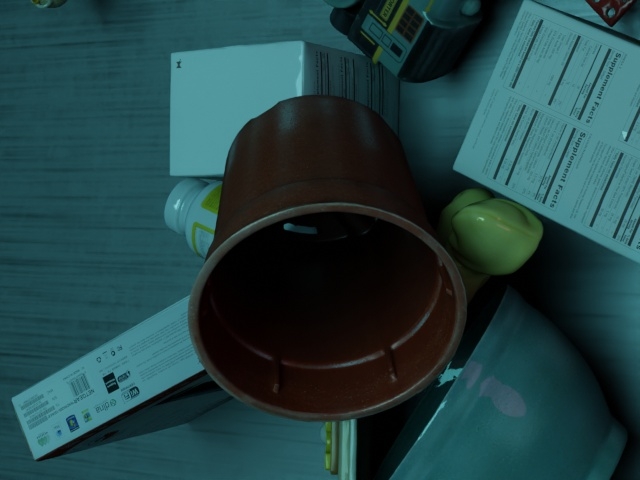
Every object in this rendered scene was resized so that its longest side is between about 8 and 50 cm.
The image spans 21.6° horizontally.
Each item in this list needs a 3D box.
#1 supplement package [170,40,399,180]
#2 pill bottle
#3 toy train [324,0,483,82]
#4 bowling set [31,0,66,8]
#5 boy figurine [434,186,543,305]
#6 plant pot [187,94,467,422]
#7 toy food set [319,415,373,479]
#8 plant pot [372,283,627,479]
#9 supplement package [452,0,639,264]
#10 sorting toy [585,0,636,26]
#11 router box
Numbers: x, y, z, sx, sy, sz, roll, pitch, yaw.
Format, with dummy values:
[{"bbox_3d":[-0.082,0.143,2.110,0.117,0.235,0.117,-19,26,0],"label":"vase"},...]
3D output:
[{"bbox_3d":[-0.041,-0.144,1.978,0.194,0.203,0.149,-1,87,34],"label":"supplement package"},{"bbox_3d":[-0.101,-0.014,2.073,0.184,0.103,0.103,25,102,32],"label":"pill bottle"},{"bbox_3d":[0.125,-0.338,1.884,0.190,0.142,0.334,45,128,19],"label":"toy train"},{"bbox_3d":[-0.329,-0.382,2.227,0.287,0.200,0.154,-39,66,-20],"label":"bowling set"},{"bbox_3d":[0.158,0.016,1.807,0.092,0.285,0.177,23,65,-5],"label":"boy figurine"},{"bbox_3d":[0.000,0.000,1.735,0.272,0.272,0.265,-44,27,24],"label":"plant pot"},{"bbox_3d":[0.005,0.278,1.911,0.092,0.220,0.306,1,89,7],"label":"toy food set"},{"bbox_3d":[0.199,0.221,1.782,0.196,0.293,0.293,33,108,3],"label":"plant pot"},{"bbox_3d":[0.322,-0.102,1.735,0.263,0.199,0.198,29,103,31],"label":"supplement package"},{"bbox_3d":[0.292,-0.357,1.857,0.132,0.046,0.274,-51,63,21],"label":"sorting toy"},{"bbox_3d":[-0.141,0.138,1.972,0.335,0.301,0.082,-30,78,30],"label":"router box"}]
